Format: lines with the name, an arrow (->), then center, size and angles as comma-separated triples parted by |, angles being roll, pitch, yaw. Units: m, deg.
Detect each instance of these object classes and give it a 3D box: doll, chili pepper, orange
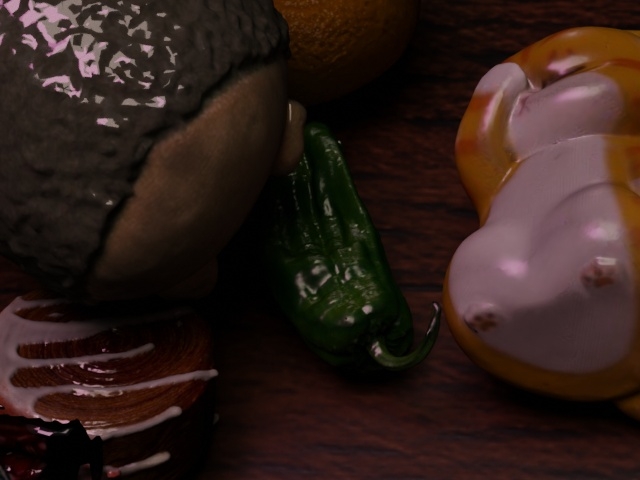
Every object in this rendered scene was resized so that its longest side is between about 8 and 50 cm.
doll -> -0.180, -0.118, 0.920 | 0.349, 0.247, 0.247 | 34, 64, 7
chili pepper -> 0.004, 0.002, 0.980 | 0.100, 0.074, 0.257 | -20, 50, -1
doll -> 0.168, -0.024, 0.916 | 0.166, 0.162, 0.270 | -16, 53, 28
orange -> -0.034, -0.208, 1.058 | 0.236, 0.236, 0.236 | -6, 52, 7

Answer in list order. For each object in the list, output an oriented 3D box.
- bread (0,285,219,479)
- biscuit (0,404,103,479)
bread -> -0.142, 0.092, 0.912 | 0.160, 0.073, 0.160 | 5, 40, -4
biscuit -> -0.205, 0.199, 0.836 | 0.151, 0.063, 0.235 | 5, 91, 13
